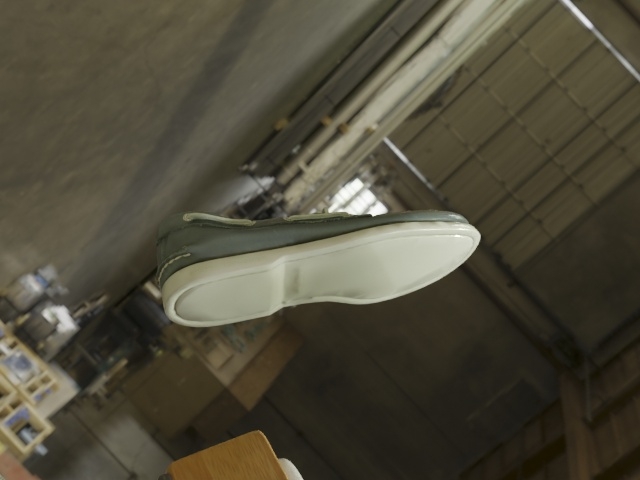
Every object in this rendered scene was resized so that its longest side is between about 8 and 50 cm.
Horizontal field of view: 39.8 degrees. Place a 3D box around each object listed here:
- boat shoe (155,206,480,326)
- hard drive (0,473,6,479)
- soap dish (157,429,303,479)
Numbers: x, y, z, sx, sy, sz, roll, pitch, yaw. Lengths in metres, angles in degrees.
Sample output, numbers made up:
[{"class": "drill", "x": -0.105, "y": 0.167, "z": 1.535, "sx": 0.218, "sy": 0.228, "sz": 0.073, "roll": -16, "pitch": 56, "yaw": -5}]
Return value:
[{"class": "boat shoe", "x": 0.000, "y": 0.000, "z": 0.839, "sx": 0.319, "sy": 0.099, "sz": 0.116, "roll": -9, "pitch": 144, "yaw": -20}, {"class": "hard drive", "x": -0.308, "y": 0.269, "z": 0.576, "sx": 0.307, "sy": 0.203, "sz": 0.040, "roll": -26, "pitch": 152, "yaw": -54}, {"class": "soap dish", "x": -0.085, "y": 0.327, "z": 0.676, "sx": 0.291, "sy": 0.118, "sz": 0.229, "roll": -67, "pitch": -150, "yaw": 16}]
